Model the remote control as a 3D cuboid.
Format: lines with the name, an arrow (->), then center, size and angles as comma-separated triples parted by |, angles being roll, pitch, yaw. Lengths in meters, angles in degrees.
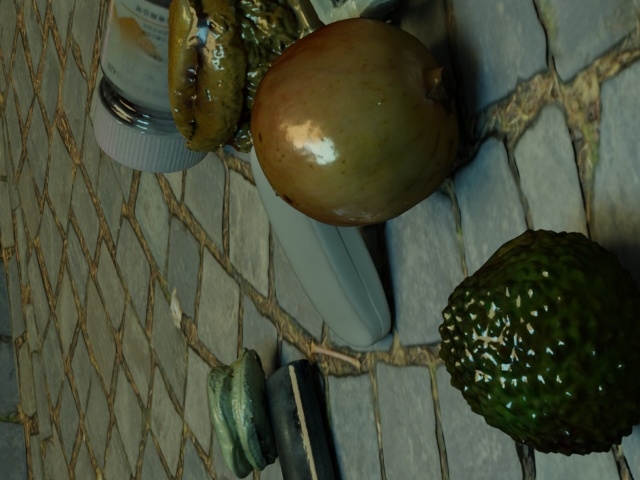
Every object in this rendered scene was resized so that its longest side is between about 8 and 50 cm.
remote control -> 0.000, 0.323, 1.726 | 0.107, 0.044, 0.378 | 126, 135, -65

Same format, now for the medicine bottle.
medicine bottle -> -0.179, -0.227, 1.884 | 0.165, 0.165, 0.273 | -117, 32, -42

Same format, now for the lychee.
lychee -> 0.171, 0.078, 1.157 | 0.171, 0.171, 0.171 | 175, 90, -67

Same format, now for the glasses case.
glasses case -> 0.000, 0.000, 1.559 | 0.092, 0.059, 0.233 | -1, 118, 60

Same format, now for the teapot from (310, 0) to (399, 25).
teapot -> 0.022, -0.307, 1.446 | 0.221, 0.163, 0.178 | 40, 146, 7

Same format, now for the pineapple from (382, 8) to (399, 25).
pineapple -> 0.039, -0.176, 1.522 | 0.058, 0.058, 0.124 | -120, 34, -45

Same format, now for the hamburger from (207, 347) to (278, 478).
hamburger -> -0.086, 0.201, 1.831 | 0.133, 0.062, 0.140 | -76, -30, -70

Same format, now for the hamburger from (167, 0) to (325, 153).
hamburger -> -0.077, -0.206, 1.654 | 0.244, 0.163, 0.244 | 179, 90, -82

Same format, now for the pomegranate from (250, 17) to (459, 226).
pomegranate -> 0.034, -0.099, 1.392 | 0.191, 0.191, 0.191 | 175, 90, -67
